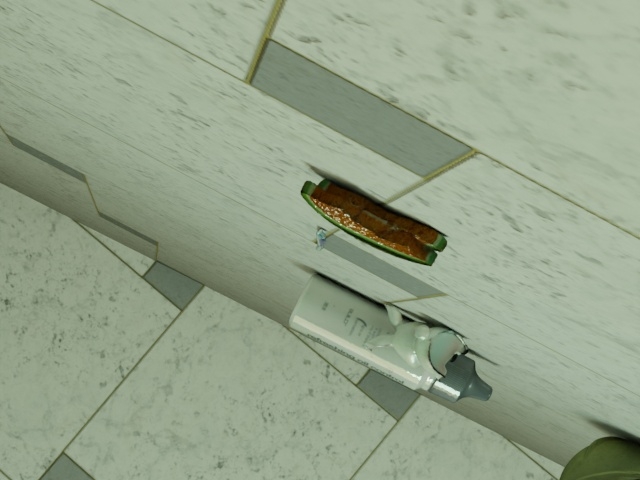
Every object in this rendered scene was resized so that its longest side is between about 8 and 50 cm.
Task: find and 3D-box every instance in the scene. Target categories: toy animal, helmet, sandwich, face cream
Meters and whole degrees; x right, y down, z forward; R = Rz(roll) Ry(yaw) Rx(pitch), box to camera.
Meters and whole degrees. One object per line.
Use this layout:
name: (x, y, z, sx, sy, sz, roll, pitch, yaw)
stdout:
toy animal: (0.134, 0.143, 1.777, 0.085, 0.071, 0.124, 30, 172, -29)
helmet: (0.466, 0.374, 1.961, 0.258, 0.137, 0.204, 21, 136, -20)
sandwich: (0.044, -0.018, 1.141, 0.135, 0.029, 0.067, 29, 167, -4)
face cream: (0.109, 0.155, 1.882, 0.311, 0.092, 0.092, 26, 173, 3)

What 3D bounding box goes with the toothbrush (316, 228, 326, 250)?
toothbrush: (0.000, 0.000, 1.500, 0.013, 0.011, 0.131, 48, 175, 5)
